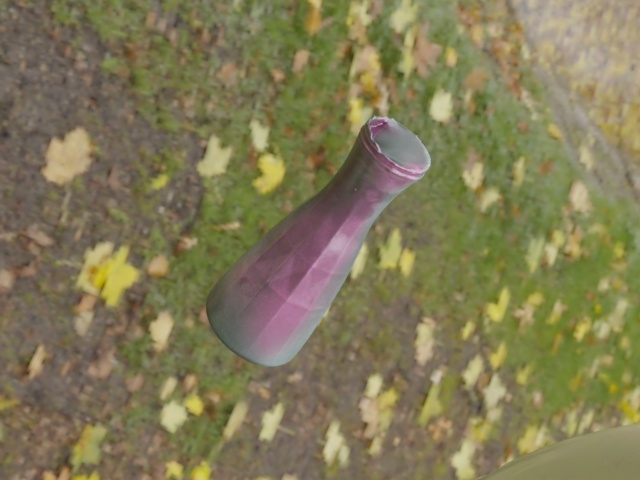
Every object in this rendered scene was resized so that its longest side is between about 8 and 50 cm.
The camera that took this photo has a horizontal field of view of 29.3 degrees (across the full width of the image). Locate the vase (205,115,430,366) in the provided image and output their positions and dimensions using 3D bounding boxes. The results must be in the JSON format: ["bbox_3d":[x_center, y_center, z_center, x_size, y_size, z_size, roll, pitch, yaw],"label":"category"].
[{"bbox_3d":[0.000,0.000,0.929,0.086,0.086,0.214,-20,154,-54],"label":"vase"}]

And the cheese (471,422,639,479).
[{"bbox_3d":[0.097,0.180,0.395,0.127,0.233,0.266,49,29,-19],"label":"cheese"}]
